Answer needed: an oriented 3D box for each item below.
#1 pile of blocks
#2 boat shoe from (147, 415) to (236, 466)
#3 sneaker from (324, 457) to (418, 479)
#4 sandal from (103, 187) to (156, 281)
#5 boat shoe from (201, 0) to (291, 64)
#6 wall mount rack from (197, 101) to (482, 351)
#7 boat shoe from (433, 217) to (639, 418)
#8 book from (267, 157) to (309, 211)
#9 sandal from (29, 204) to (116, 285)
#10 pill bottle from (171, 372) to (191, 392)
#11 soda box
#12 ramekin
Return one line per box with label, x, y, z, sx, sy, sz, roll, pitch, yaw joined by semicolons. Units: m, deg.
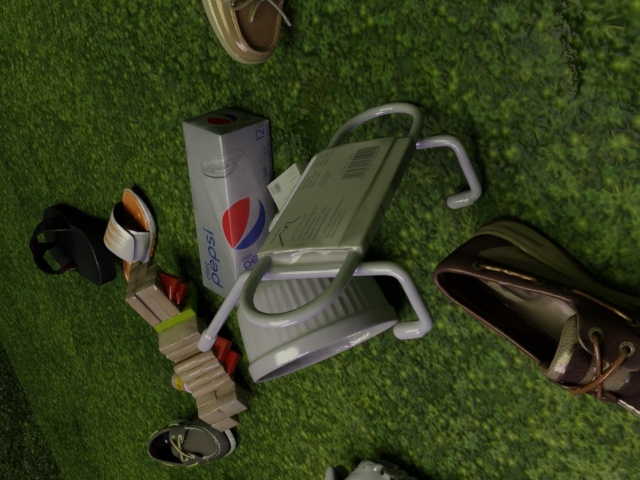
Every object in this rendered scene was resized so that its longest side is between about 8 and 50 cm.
pile of blocks;-0.223;0.182;1.351;0.113;0.149;0.362;-26;103;11
boat shoe;-0.284;0.440;1.561;0.305;0.091;0.109;-24;92;53
sneaker;0.100;0.385;1.056;0.297;0.111;0.129;-16;64;38
sandal;-0.392;0.016;1.453;0.102;0.076;0.265;41;137;27
boat shoe;-0.085;-0.351;0.849;0.089;0.105;0.285;19;124;46
wall mount rack;0.000;0.000;0.781;0.304;0.350;0.130;-5;129;33
boat shoe;0.256;0.104;0.692;0.342;0.123;0.123;40;137;29
book;-0.018;-0.032;1.018;0.096;0.035;0.144;-30;87;56
sandal;-0.595;0.013;1.649;0.446;0.107;0.167;8;115;56
pill bottle;-0.274;0.296;1.504;0.083;0.043;0.043;-3;108;51
soda box;-0.131;-0.049;1.091;0.098;0.091;0.286;25;129;39
ramekin;-0.012;0.098;0.950;0.207;0.207;0.109;-41;69;52
